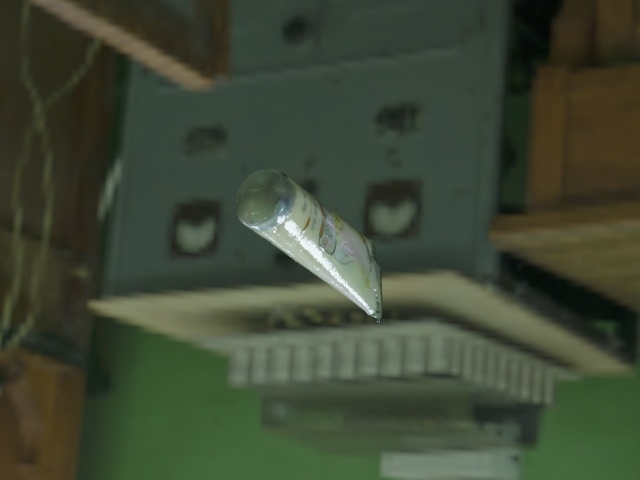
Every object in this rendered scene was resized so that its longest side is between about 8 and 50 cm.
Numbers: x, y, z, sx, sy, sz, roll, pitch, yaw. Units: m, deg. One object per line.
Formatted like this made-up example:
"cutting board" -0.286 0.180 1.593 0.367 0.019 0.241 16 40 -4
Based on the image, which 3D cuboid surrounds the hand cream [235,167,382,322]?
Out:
"hand cream" 0.000 0.000 1.215 0.039 0.061 0.143 -25 145 25
